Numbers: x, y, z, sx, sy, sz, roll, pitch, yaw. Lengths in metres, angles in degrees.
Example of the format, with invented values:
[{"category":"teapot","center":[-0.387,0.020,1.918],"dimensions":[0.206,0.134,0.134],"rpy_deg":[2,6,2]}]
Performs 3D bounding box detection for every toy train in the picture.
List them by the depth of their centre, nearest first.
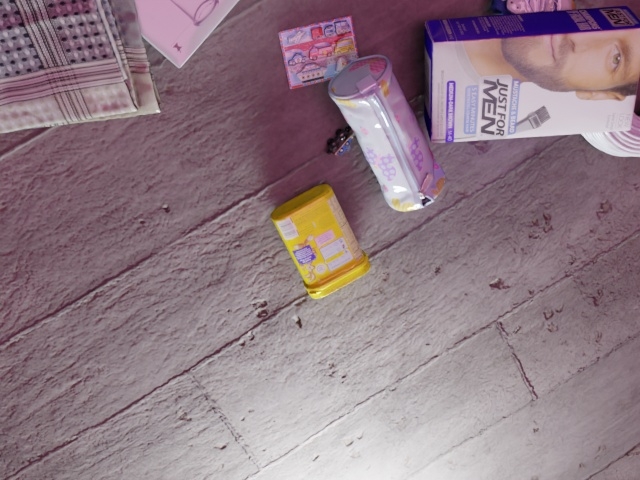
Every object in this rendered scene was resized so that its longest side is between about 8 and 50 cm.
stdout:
[{"category":"toy train","center":[0.069,-0.207,1.343],"dimensions":[0.158,0.027,0.036],"rpy_deg":[-48,125,3]}]

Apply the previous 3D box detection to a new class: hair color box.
[{"category":"hair color box","center":[0.347,-0.275,1.287],"dimensions":[0.339,0.110,0.185],"rpy_deg":[-5,125,1]}]

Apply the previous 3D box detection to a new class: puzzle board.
[{"category":"puzzle board","center":[0.000,-0.315,1.293],"dimensions":[0.128,0.011,0.096],"rpy_deg":[-16,112,-9]}]

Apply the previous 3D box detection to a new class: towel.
[{"category":"towel","center":[-0.414,-0.298,1.098],"dimensions":[0.324,0.056,0.312],"rpy_deg":[-9,122,2]}]

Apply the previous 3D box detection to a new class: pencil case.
[{"category":"pencil case","center":[0.114,-0.174,1.289],"dimensions":[0.114,0.124,0.273],"rpy_deg":[-21,126,16]}]

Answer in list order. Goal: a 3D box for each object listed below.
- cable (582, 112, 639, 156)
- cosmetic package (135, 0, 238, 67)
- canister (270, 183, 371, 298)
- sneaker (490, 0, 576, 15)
[{"category":"cable","center":[0.597,-0.277,1.430],"dimensions":[0.257,0.089,0.257],"rpy_deg":[37,96,-24]},{"category":"cosmetic package","center":[-0.197,-0.492,1.132],"dimensions":[0.284,0.097,0.377],"rpy_deg":[39,96,-26]},{"category":"canister","center":[0.000,0.000,1.370],"dimensions":[0.126,0.073,0.169],"rpy_deg":[-29,112,-5]},{"category":"sneaker","center":[0.349,-0.436,1.295],"dimensions":[0.131,0.112,0.296],"rpy_deg":[-19,112,-8]}]
